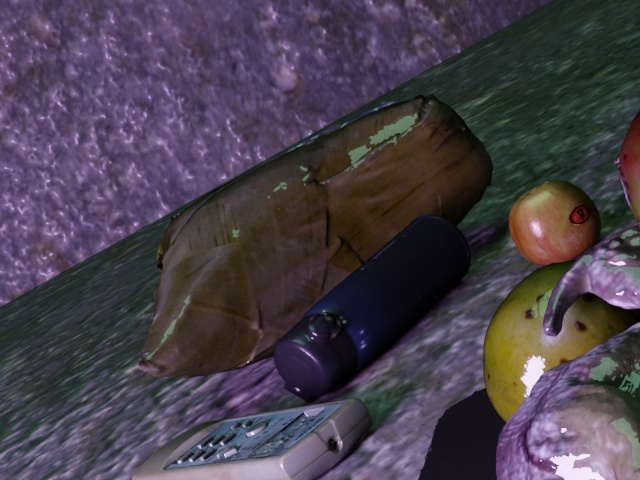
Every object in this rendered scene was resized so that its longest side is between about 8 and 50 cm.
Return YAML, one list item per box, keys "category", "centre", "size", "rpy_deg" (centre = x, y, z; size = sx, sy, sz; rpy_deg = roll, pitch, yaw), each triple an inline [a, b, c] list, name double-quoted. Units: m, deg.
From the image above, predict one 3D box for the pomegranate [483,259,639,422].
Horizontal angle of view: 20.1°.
- category: "pomegranate"
  centre: [0.167, 0.076, 1.137]
  size: [0.130, 0.130, 0.130]
  rpy_deg: [-27, 10, 5]

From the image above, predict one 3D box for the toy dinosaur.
- category: "toy dinosaur"
  centre: [0.180, 0.094, 0.989]
  size: [0.162, 0.077, 0.294]
  rpy_deg: [-8, 32, 34]

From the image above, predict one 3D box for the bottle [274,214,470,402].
- category: "bottle"
  centre: [0.048, 0.057, 1.627]
  size: [0.244, 0.072, 0.082]
  rpy_deg: [-39, -26, -44]

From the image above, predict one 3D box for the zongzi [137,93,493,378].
- category: "zongzi"
  centre: [0.000, 0.000, 1.727]
  size: [0.356, 0.174, 0.393]
  rpy_deg: [-29, 7, 7]

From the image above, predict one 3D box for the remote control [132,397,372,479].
- category: "remote control"
  centre: [-0.061, 0.172, 1.458]
  size: [0.098, 0.038, 0.233]
  rpy_deg: [-37, 14, -37]

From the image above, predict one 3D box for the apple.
- category: "apple"
  centre: [0.206, -0.017, 1.590]
  size: [0.084, 0.071, 0.084]
  rpy_deg: [-27, 10, 5]

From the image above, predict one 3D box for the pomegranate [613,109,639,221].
- category: "pomegranate"
  centre: [0.311, -0.069, 1.412]
  size: [0.159, 0.129, 0.129]
  rpy_deg: [-26, 10, 9]

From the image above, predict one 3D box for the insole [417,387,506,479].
- category: "insole"
  centre: [0.095, 0.156, 1.188]
  size: [0.110, 0.012, 0.309]
  rpy_deg: [-26, 10, 15]
